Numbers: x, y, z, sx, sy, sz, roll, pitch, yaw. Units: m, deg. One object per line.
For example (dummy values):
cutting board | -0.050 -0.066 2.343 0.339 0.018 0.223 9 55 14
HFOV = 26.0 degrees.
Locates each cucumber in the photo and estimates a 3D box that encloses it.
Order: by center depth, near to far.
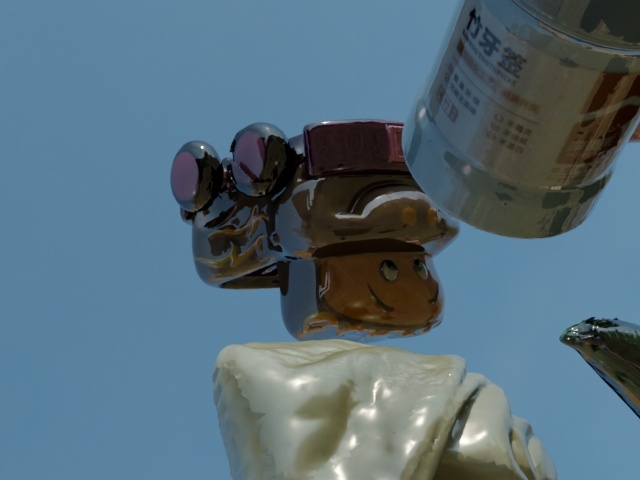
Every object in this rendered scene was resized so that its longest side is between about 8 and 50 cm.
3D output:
cucumber | 0.160 0.086 0.507 0.184 0.036 0.033 43 -92 -15

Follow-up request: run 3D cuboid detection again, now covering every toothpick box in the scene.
toothpick box | 0.103 -0.086 0.595 0.101 0.101 0.153 -13 -35 -26

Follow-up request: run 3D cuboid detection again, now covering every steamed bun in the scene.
steamed bun | 0.069 0.235 1.083 0.255 0.368 0.342 -16 -29 -7

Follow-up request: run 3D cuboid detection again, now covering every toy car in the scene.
toy car | 0.000 0.000 1.520 0.271 0.340 0.240 1 -100 -39

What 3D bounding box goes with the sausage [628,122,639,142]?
sausage | 0.177 -0.075 0.834 0.034 0.083 0.034 -1 -88 -28
